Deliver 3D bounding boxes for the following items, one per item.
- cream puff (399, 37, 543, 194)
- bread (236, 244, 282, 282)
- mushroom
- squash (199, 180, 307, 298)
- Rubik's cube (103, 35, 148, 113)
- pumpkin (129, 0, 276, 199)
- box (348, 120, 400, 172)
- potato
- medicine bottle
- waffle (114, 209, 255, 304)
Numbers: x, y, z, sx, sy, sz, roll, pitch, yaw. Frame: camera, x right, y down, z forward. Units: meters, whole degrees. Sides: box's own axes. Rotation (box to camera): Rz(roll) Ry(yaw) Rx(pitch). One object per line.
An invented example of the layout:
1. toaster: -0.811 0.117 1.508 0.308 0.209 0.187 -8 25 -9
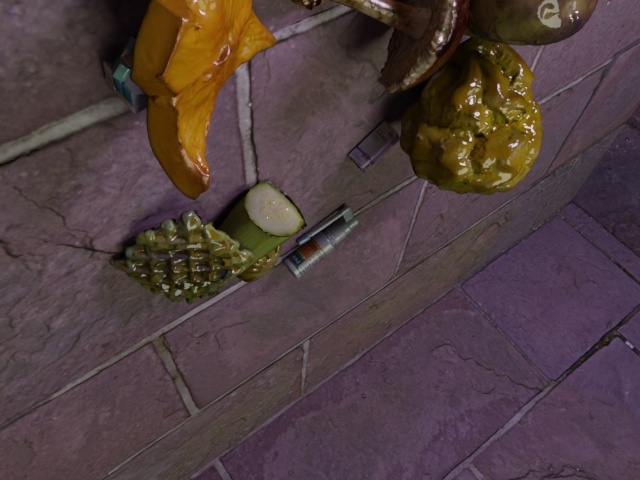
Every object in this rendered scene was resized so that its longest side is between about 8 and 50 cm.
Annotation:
1. cream puff: 0.328 -0.272 1.159 0.324 0.291 0.257 -41 151 -29
2. bread: -0.147 0.022 1.229 0.157 0.083 0.094 -44 143 8
3. mushroom: 0.112 -0.385 0.858 0.208 0.232 0.302 -26 139 26
4. squash: -0.179 0.010 1.122 0.287 0.137 0.137 -39 157 14
5. Rubik's cube: -0.229 -0.217 0.699 0.084 0.075 0.073 -59 176 -25
6. pumpkin: -0.135 -0.228 0.669 0.258 0.095 0.290 101 13 -74
7. box: 0.122 -0.213 1.251 0.117 0.050 0.036 -45 163 4
8. potato: 0.368 -0.446 0.951 0.289 0.237 0.300 -44 155 -17
9. medicine bottle: 0.000 0.000 1.424 0.221 0.061 0.092 -38 136 -9
10. waffle: -0.256 0.043 1.027 0.204 0.054 0.223 -29 139 18
